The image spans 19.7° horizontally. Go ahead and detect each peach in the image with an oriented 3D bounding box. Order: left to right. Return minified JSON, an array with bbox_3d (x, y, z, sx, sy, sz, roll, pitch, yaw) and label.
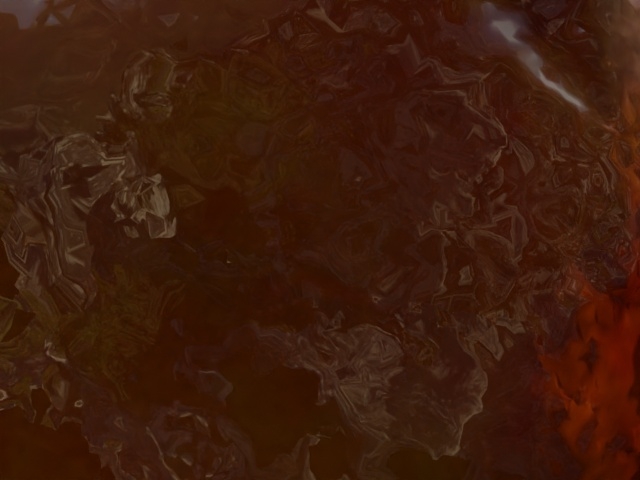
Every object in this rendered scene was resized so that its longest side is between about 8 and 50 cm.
[{"bbox_3d":[0.011,0.018,0.625,0.310,0.335,0.406,22,-117,2],"label":"peach"}]
